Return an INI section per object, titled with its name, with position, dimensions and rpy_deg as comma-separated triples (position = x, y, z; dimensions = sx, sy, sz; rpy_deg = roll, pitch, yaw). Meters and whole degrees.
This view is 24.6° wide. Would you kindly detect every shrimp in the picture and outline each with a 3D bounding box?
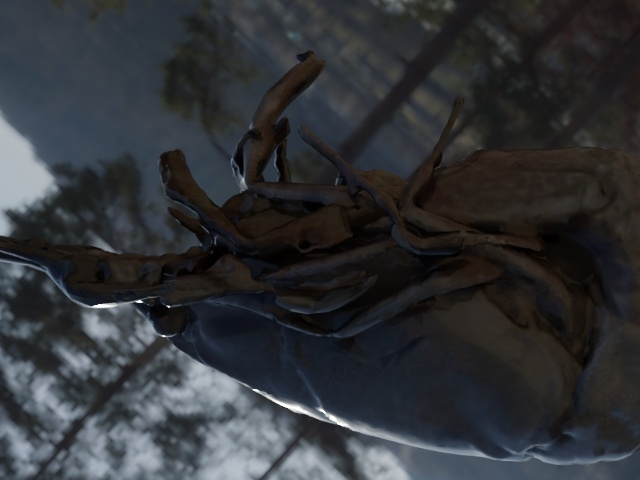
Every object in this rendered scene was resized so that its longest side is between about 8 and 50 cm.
[shrimp]
position = -0.002, 0.007, 0.603
dimensions = 0.343, 0.145, 0.116
rpy_deg = 7, -157, 10
